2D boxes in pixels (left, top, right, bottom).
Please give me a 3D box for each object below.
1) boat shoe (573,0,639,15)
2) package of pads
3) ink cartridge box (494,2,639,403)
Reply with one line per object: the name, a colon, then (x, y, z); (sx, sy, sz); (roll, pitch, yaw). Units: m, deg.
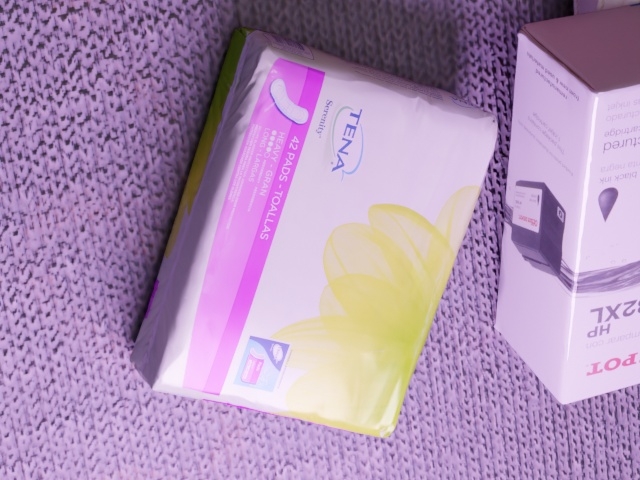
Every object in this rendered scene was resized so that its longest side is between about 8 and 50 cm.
boat shoe: (0.224, -0.305, 1.253); (0.096, 0.098, 0.277); (0, 99, -16)
package of pads: (0.000, 0.000, 1.234); (0.229, 0.101, 0.297); (15, 98, -24)
ink cartridge box: (0.281, -0.037, 1.272); (0.223, 0.129, 0.308); (-13, 126, -18)
